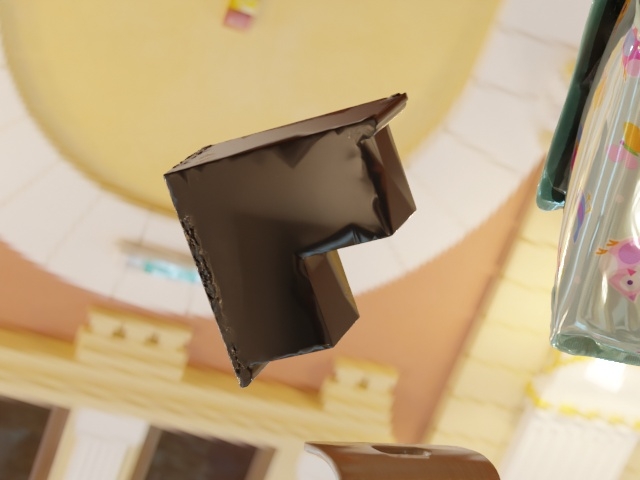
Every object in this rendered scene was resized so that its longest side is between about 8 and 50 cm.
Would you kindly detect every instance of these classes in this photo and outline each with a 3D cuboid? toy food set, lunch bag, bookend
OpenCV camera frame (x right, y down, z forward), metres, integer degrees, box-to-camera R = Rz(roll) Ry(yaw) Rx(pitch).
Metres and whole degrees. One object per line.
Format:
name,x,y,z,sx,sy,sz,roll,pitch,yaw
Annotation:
toy food set,0.065,0.338,1.594,0.220,0.306,0.092,9,167,-44
lunch bag,0.228,-0.071,1.068,0.160,0.223,0.262,13,-150,3
bookend,0.000,0.000,1.158,0.157,0.156,0.072,-15,-167,24
